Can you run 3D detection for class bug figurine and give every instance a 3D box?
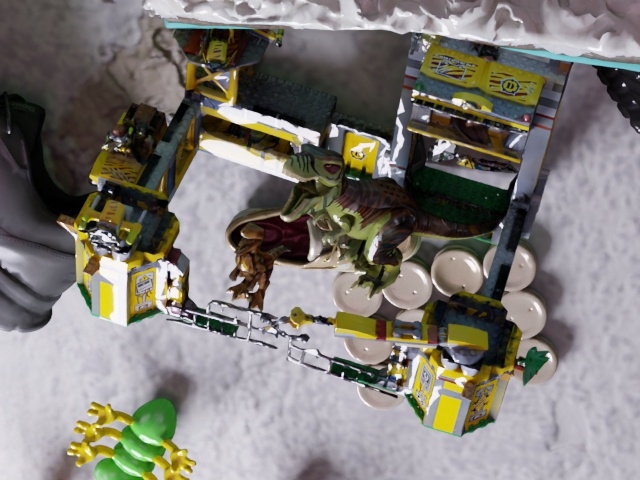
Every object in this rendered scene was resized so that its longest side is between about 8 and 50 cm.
[{"bbox_3d":[-0.117,0.238,1.285,0.279,0.072,0.216,33,109,1],"label":"bug figurine"}]

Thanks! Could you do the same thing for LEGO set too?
[{"bbox_3d":[0.010,-0.050,1.035,0.331,0.255,0.192,24,143,12],"label":"LEGO set"}]

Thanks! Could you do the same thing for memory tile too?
[{"bbox_3d":[0.087,0.059,1.202,0.148,0.012,0.113,-11,110,16],"label":"memory tile"}]

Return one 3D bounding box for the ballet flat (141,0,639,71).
[{"bbox_3d":[0.084,-0.162,0.899,0.408,0.147,0.147,8,114,18],"label":"ballet flat"}]

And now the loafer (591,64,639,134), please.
[{"bbox_3d":[0.179,-0.221,1.019,0.130,0.134,0.366,-35,114,-5],"label":"loafer"}]

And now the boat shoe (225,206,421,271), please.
[{"bbox_3d":[0.000,0.000,1.170,0.135,0.045,0.050,-2,96,12],"label":"boat shoe"}]

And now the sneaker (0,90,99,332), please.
[{"bbox_3d":[-0.261,-0.070,1.176,0.130,0.109,0.286,-42,109,17],"label":"sneaker"}]
